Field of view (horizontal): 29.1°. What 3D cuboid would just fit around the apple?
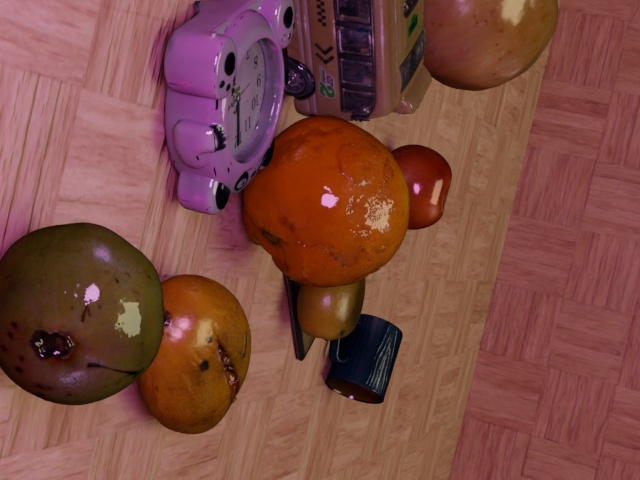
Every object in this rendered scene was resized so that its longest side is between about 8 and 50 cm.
[{"bbox_3d":[0.174,-0.097,2.285,0.163,0.139,0.163,12,90,-69],"label":"apple"}]

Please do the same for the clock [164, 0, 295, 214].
[{"bbox_3d":[-0.114,-0.173,1.520,0.227,0.090,0.248,-50,149,-52],"label":"clock"}]

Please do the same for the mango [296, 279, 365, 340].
[{"bbox_3d":[0.025,0.076,2.013,0.137,0.098,0.195,70,33,-51],"label":"mango"}]

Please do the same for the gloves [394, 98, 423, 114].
[{"bbox_3d":[0.156,-0.304,2.196,0.153,0.070,0.114,74,35,-51],"label":"gloves"}]

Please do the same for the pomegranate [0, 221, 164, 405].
[{"bbox_3d":[-0.237,0.054,1.225,0.179,0.179,0.210,81,11,-48],"label":"pomegranate"}]

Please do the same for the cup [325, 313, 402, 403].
[{"bbox_3d":[0.081,0.211,2.276,0.150,0.113,0.138,67,39,-62],"label":"cup"}]

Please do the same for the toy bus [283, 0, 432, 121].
[{"bbox_3d":[0.043,-0.336,1.671,0.365,0.201,0.177,84,26,-44],"label":"toy bus"}]

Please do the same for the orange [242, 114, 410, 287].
[{"bbox_3d":[0.007,-0.050,1.709,0.240,0.240,0.240,14,90,-71],"label":"orange"}]

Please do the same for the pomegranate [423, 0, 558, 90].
[{"bbox_3d":[0.211,-0.380,1.980,0.338,0.338,0.338,14,90,-71],"label":"pomegranate"}]

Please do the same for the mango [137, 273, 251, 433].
[{"bbox_3d":[-0.155,0.156,1.574,0.295,0.120,0.177,73,38,-56],"label":"mango"}]

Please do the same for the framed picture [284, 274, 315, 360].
[{"bbox_3d":[0.000,0.000,2.059,0.347,0.016,0.265,83,29,-44],"label":"framed picture"}]
